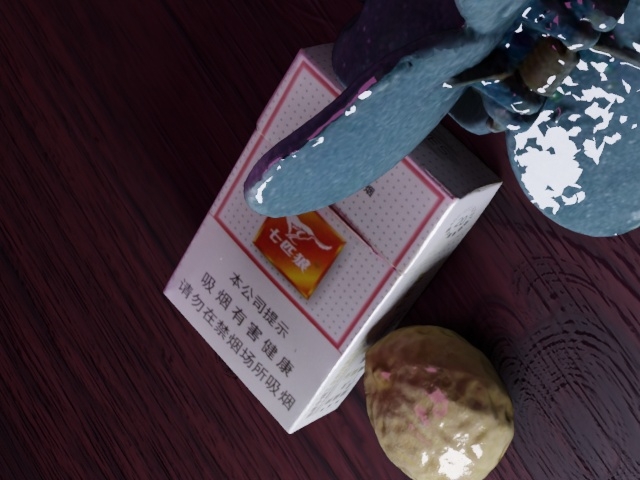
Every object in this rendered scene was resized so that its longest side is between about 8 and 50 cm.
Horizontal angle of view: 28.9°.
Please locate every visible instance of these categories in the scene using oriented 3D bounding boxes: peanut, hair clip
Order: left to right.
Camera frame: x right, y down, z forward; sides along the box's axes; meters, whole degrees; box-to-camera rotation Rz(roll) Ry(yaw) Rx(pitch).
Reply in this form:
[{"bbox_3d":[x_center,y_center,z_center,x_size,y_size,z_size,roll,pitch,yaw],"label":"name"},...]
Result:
[{"bbox_3d":[0.105,0.152,1.156,0.159,0.109,0.140,44,111,15],"label":"peanut"},{"bbox_3d":[0.131,-0.192,0.913,0.318,0.392,0.238,-55,45,39],"label":"hair clip"}]

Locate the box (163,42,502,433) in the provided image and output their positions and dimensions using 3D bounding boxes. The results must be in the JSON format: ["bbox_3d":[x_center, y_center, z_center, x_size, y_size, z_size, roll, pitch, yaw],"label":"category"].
[{"bbox_3d":[0.000,-0.001,1.209,0.210,0.095,0.330,46,124,18],"label":"box"}]
